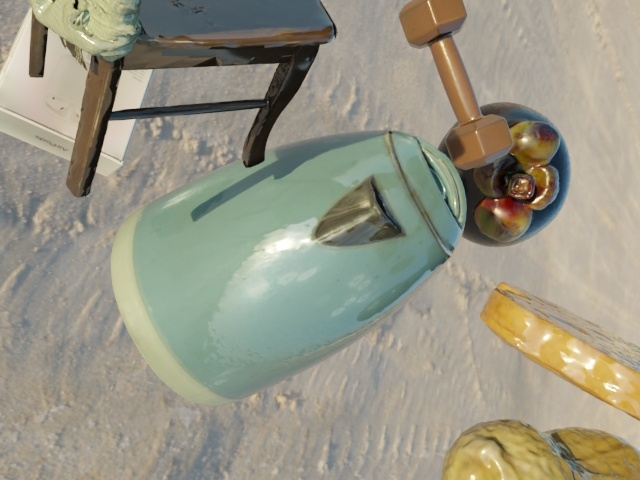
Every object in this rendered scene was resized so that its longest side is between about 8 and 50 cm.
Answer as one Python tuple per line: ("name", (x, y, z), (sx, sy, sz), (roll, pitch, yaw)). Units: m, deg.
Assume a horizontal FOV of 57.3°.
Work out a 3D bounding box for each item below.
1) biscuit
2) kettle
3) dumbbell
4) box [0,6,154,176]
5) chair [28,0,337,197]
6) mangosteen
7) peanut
("biscuit", (0.336, 0.145, 0.678), (0.057, 0.351, 0.312), (-64, -179, 8))
("kettle", (0.000, 0.000, 0.666), (0.247, 0.342, 0.319), (64, 17, 0))
("dumbbell", (0.178, -0.208, 0.768), (0.092, 0.082, 0.231), (-39, 108, -73))
("box", (-0.250, -0.153, 0.595), (0.130, 0.051, 0.129), (25, 65, -32))
("chair", (-0.091, -0.180, 0.356), (0.186, 0.319, 0.160), (-16, 67, -32))
("mangosteen", (0.340, -0.117, 1.088), (0.302, 0.274, 0.275), (-76, 162, -77))
("peanut", (0.261, 0.294, 0.670), (0.291, 0.143, 0.159), (15, 95, -30))
